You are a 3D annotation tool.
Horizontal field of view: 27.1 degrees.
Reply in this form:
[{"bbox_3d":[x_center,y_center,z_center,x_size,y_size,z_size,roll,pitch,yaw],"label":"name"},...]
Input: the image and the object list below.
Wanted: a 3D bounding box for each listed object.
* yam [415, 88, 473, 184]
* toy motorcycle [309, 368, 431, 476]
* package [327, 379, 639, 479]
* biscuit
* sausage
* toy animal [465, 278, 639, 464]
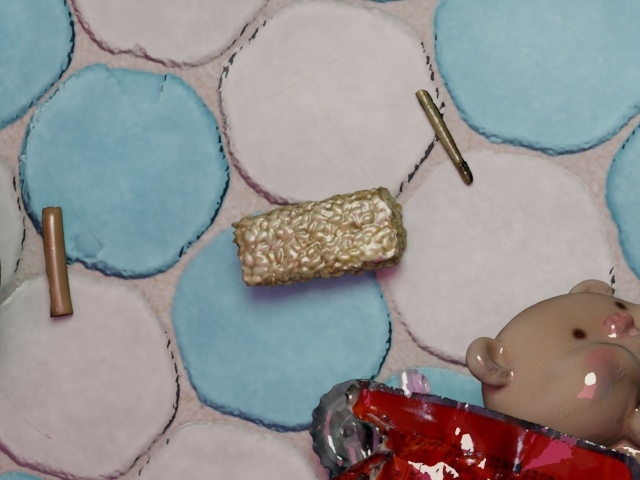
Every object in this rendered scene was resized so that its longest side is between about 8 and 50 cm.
[{"bbox_3d":[0.122,-0.103,1.306,0.014,0.014,0.107,-29,84,11],"label":"yam"},{"bbox_3d":[0.110,0.274,1.245,0.188,0.143,0.327,-21,76,18],"label":"toy motorcycle"},{"bbox_3d":[0.121,0.226,1.133,0.269,0.071,0.194,24,111,32],"label":"package"},{"bbox_3d":[0.000,0.000,1.304,0.168,0.070,0.082,-12,91,10],"label":"biscuit"},{"bbox_3d":[-0.275,0.022,1.386,0.026,0.026,0.116,-6,88,12],"label":"sausage"},{"bbox_3d":[0.262,0.166,1.192,0.229,0.210,0.221,17,118,34],"label":"toy animal"}]
